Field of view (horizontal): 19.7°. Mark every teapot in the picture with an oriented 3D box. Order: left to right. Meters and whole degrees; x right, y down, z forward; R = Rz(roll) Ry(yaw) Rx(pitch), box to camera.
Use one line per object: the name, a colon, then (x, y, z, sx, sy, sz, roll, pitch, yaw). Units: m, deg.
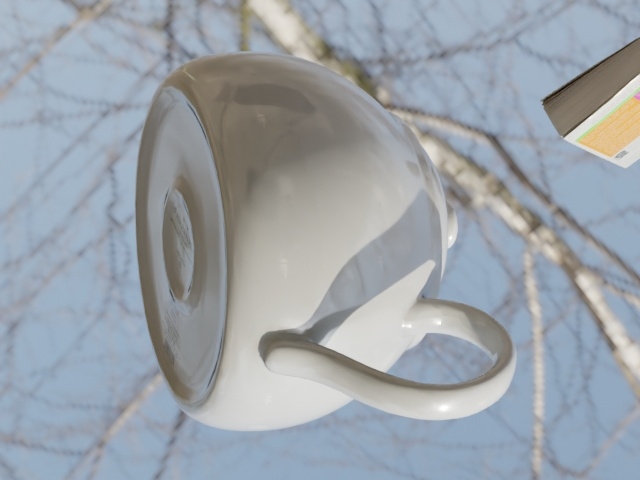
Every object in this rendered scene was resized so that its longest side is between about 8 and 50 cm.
teapot: (0.000, 0.000, 1.155, 0.252, 0.187, 0.256, 147, -62, -67)

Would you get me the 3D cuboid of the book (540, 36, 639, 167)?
book: (0.233, -0.100, 1.351, 0.096, 0.144, 0.035, -36, -114, 19)
